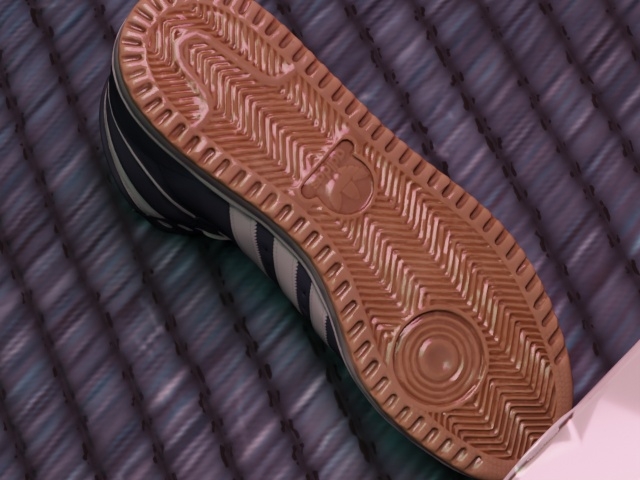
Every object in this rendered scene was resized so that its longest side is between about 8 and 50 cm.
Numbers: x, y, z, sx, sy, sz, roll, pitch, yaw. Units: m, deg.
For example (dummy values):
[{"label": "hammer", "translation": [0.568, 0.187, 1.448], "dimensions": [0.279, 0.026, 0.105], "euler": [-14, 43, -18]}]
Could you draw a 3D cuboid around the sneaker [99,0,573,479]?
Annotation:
[{"label": "sneaker", "translation": [0.000, 0.000, 0.859], "dimensions": [0.099, 0.153, 0.282], "euler": [-44, 98, -15]}]

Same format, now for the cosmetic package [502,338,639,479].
[{"label": "cosmetic package", "translation": [0.217, 0.219, 0.686], "dimensions": [0.197, 0.155, 0.365], "euler": [-42, 66, -13]}]
